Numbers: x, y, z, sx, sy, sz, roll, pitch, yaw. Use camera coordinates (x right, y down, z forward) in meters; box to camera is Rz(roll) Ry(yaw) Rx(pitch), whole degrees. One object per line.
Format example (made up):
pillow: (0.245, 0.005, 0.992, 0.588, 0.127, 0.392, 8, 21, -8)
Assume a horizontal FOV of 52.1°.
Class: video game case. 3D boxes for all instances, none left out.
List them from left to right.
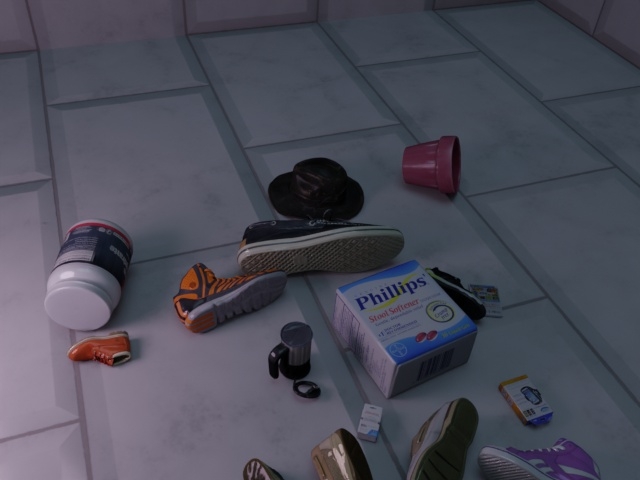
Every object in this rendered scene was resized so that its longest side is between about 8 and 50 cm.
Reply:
video game case: (0.483, 0.175, 1.918, 0.087, 0.011, 0.122, 5, 42, 1)

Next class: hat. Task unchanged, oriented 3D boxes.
hat: (-0.011, -0.198, 2.204, 0.331, 0.134, 0.331, 2, 43, -2)

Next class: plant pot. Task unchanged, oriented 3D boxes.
plant pot: (0.386, -0.263, 2.281, 0.180, 0.201, 0.201, 2, 39, 22)

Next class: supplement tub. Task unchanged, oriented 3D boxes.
supplement tub: (-0.629, 0.089, 1.784, 0.191, 0.191, 0.272, 1, 42, -3)

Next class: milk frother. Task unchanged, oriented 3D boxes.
milk frother: (-0.048, 0.304, 1.635, 0.143, 0.135, 0.129, 23, 46, 20)

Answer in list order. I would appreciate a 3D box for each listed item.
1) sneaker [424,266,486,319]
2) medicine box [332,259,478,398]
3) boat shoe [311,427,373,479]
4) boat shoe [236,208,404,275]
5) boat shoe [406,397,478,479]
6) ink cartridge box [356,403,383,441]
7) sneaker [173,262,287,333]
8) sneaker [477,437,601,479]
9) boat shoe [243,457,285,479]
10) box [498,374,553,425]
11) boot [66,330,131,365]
sneaker: (0.391, 0.138, 1.894, 0.234, 0.084, 0.097, 33, 46, 31)
medicine box: (0.216, 0.226, 1.735, 0.263, 0.149, 0.289, -19, 47, -24)
boat shoe: (0.068, 0.570, 1.381, 0.110, 0.121, 0.341, -35, 40, 12)
boat shoe: (0.000, 0.000, 1.948, 0.499, 0.187, 0.156, -5, 48, -3)
boat shoe: (0.261, 0.487, 1.479, 0.113, 0.103, 0.302, 50, 45, -3)
ink cartridge box: (0.120, 0.439, 1.577, 0.048, 0.028, 0.083, 13, 43, 9)
sneaker: (-0.263, 0.120, 1.831, 0.321, 0.125, 0.180, -21, 48, -25)
sneaker: (0.499, 0.507, 1.491, 0.282, 0.102, 0.161, 24, 41, 5)
boat shoe: (-0.081, 0.557, 1.392, 0.223, 0.080, 0.073, 43, 10, 38)
box: (0.521, 0.408, 1.649, 0.081, 0.028, 0.136, -12, 47, -18)
boot: (-0.563, 0.288, 1.670, 0.157, 0.059, 0.085, -13, 49, -20)
